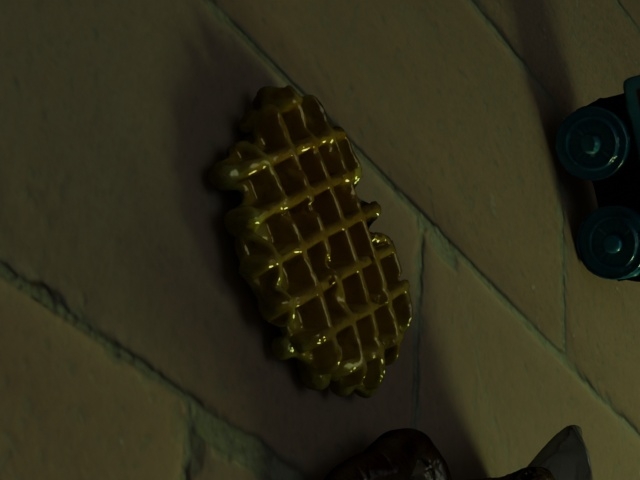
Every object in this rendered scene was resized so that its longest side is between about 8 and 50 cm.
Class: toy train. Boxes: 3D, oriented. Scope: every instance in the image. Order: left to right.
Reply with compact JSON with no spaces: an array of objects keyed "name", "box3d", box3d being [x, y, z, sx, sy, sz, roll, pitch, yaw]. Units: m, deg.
[{"name":"toy train","box3d":[0.482,-0.080,2.237,0.188,0.265,0.300,-11,87,-62]}]

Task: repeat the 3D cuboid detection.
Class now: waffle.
[{"name":"waffle","box3d":[0.001,0.000,1.539,0.309,0.065,0.283,45,40,-44]}]

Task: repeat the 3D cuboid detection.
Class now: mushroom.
[{"name":"mushroom","box3d":[0.126,0.237,1.479,0.227,0.217,0.148,-35,106,-61]}]

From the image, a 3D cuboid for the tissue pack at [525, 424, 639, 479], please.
[{"name":"tissue pack","box3d":[0.259,0.316,1.644,0.305,0.238,0.239,-17,91,-69]}]
